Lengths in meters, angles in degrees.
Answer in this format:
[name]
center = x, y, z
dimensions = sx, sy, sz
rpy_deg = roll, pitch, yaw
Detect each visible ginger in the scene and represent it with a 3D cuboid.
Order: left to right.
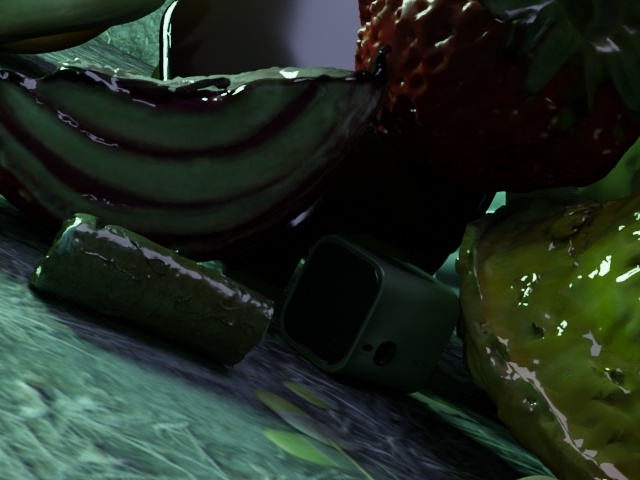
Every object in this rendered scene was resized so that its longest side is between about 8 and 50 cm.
[ginger]
center = 0.014, -0.076, 1.231
dimensions = 0.359, 0.211, 0.413
rpy_deg = 5, 48, -5

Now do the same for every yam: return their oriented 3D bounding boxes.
[yam]
center = -0.096, 0.028, 0.777
dimensions = 0.132, 0.054, 0.054
rpy_deg = 25, 7, -18

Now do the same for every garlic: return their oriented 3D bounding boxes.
[garlic]
center = -0.277, -0.247, 1.293
dimensions = 0.325, 0.132, 0.279
rpy_deg = -17, 15, 2

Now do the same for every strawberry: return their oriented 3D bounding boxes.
[strawberry]
center = 0.133, -0.159, 1.035
dimensions = 0.257, 0.257, 0.277
rpy_deg = 23, -5, -29

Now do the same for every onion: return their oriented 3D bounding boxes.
[onion]
center = -0.108, -0.060, 0.960
dimensions = 0.315, 0.146, 0.280
rpy_deg = -6, 4, -6

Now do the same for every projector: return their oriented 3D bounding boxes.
[projector]
center = 0.034, 0.052, 0.946
dimensions = 0.082, 0.083, 0.083
rpy_deg = 21, 8, -42

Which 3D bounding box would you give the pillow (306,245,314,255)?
[pillow]
center = 0.000, 0.000, 1.408
dimensions = 0.118, 0.043, 0.185
rpy_deg = 30, 7, -28

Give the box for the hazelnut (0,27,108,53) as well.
[hazelnut]
center = -0.409, -0.406, 1.808
dimensions = 0.366, 0.365, 0.366
rpy_deg = 26, 7, -3

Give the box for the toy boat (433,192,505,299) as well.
[toy boat]
center = 0.154, 0.008, 1.476
dimensions = 0.100, 0.199, 0.290
rpy_deg = -8, 12, -6

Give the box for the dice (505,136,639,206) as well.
[dice]
center = 0.322, -0.039, 1.260
dimensions = 0.233, 0.238, 0.227
rpy_deg = 14, 26, 42

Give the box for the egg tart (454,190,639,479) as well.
[egg tart]
center = 0.299, 0.077, 0.891
dimensions = 0.443, 0.178, 0.443
rpy_deg = 19, 30, -12

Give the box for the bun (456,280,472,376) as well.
[bun]
center = 0.197, 0.085, 1.107
dimensions = 0.231, 0.133, 0.231
rpy_deg = 23, 32, -15

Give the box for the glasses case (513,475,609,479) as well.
[glasses case]
center = 0.182, 0.172, 0.652
dimensions = 0.102, 0.070, 0.193
rpy_deg = 22, 8, -44
